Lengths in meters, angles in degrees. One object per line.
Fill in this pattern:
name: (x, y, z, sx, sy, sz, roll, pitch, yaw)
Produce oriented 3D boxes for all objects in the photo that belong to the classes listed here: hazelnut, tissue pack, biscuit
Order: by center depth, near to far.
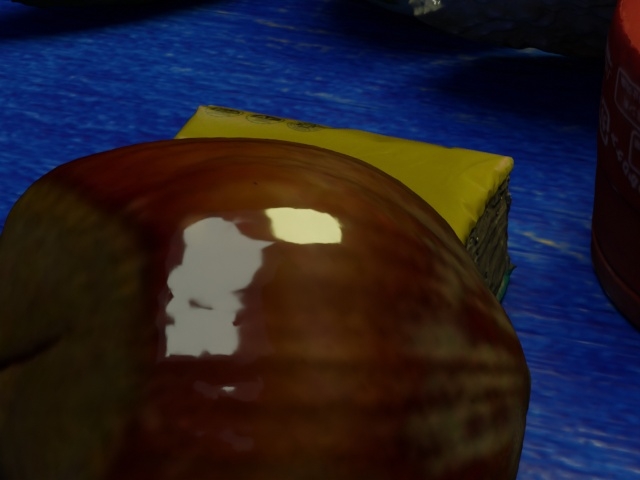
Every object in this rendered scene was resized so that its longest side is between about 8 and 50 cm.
hazelnut: (-0.027, 0.057, 0.603, 0.181, 0.181, 0.212, -29, 54, 30)
tissue pack: (0.000, 0.000, 0.752, 0.169, 0.082, 0.120, 12, 38, 20)
biscuit: (0.182, -0.144, 0.891, 0.266, 0.188, 0.040, 2, 77, 7)

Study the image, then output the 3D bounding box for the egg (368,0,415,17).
egg: (0.097, -0.224, 1.000, 0.231, 0.169, 0.169, 4, 34, -7)

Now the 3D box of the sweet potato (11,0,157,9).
sweet potato: (-0.077, -0.243, 1.081, 0.423, 0.130, 0.130, -29, 42, -23)

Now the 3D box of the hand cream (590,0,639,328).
hand cream: (0.244, -0.047, 0.752, 0.230, 0.149, 0.230, -3, 36, 3)
